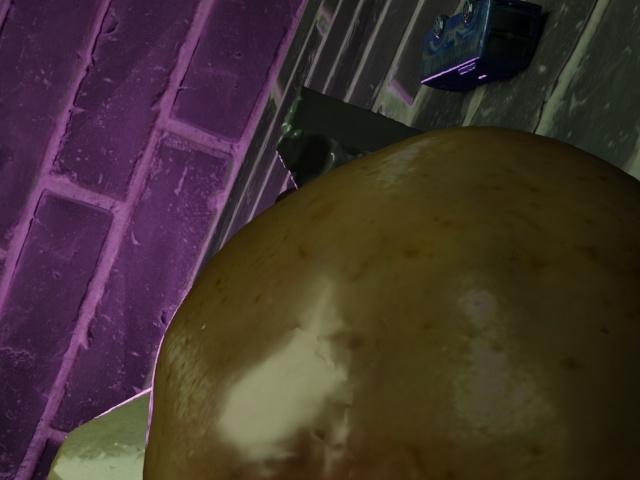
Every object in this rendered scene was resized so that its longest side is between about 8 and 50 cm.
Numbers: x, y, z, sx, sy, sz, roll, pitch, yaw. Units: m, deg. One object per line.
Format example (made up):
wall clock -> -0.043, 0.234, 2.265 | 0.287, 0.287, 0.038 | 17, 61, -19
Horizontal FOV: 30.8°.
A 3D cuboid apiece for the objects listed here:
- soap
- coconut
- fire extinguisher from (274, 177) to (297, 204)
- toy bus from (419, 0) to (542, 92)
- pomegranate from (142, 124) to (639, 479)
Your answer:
soap -> 0.025, -0.005, 1.360 | 0.159, 0.258, 0.302 | -94, 26, -58
coconut -> -0.206, 0.347, 1.602 | 0.352, 0.353, 0.352 | -160, 90, -77
fire extinguisher -> -0.045, 0.023, 1.906 | 0.135, 0.114, 0.337 | -20, 47, 46
toy bus -> 0.195, -0.240, 1.437 | 0.236, 0.079, 0.094 | 179, 94, -76
pomegranate -> 0.099, 0.127, 0.654 | 0.411, 0.412, 0.411 | -160, 90, -77
